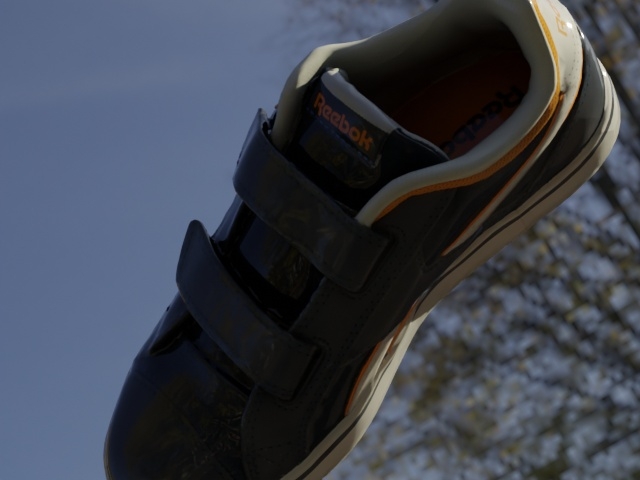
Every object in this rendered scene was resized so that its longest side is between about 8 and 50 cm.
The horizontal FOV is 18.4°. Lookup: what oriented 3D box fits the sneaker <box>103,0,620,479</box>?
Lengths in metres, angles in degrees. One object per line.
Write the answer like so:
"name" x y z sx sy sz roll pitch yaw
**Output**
"sneaker" 0.000 0.000 0.935 0.321 0.126 0.127 -48 -33 -3
